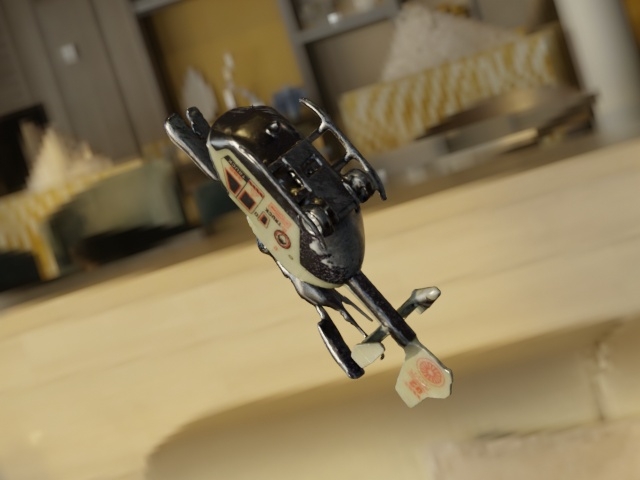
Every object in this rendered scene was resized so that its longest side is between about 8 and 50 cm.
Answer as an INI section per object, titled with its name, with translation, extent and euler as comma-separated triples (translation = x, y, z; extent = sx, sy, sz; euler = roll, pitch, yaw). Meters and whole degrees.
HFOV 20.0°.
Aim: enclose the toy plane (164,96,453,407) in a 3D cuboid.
[toy plane]
translation = 0.000, 0.000, 0.543
extent = 0.031, 0.121, 0.049
euler = -39, -3, -34
